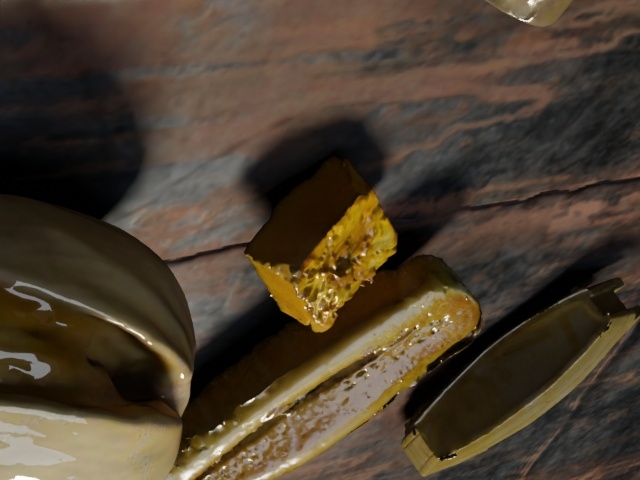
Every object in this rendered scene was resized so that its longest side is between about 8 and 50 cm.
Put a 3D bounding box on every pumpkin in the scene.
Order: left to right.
[{"bbox_3d":[0.000,0.000,0.898,0.083,0.054,0.074,-47,145,-15],"label":"pumpkin"}]

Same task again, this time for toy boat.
[{"bbox_3d":[0.148,0.102,1.174,0.206,0.064,0.072,-38,164,9],"label":"toy boat"}]

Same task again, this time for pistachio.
[{"bbox_3d":[-0.158,0.052,0.754,0.229,0.157,0.157,20,123,-39],"label":"pistachio"}]

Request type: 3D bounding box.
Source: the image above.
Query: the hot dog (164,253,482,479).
[{"bbox_3d":[-0.030,0.101,1.007,0.289,0.068,0.083,-32,127,8],"label":"hot dog"}]

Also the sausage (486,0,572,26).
[{"bbox_3d":[0.174,-0.223,0.727,0.066,0.066,0.301,5,132,-46],"label":"sausage"}]
